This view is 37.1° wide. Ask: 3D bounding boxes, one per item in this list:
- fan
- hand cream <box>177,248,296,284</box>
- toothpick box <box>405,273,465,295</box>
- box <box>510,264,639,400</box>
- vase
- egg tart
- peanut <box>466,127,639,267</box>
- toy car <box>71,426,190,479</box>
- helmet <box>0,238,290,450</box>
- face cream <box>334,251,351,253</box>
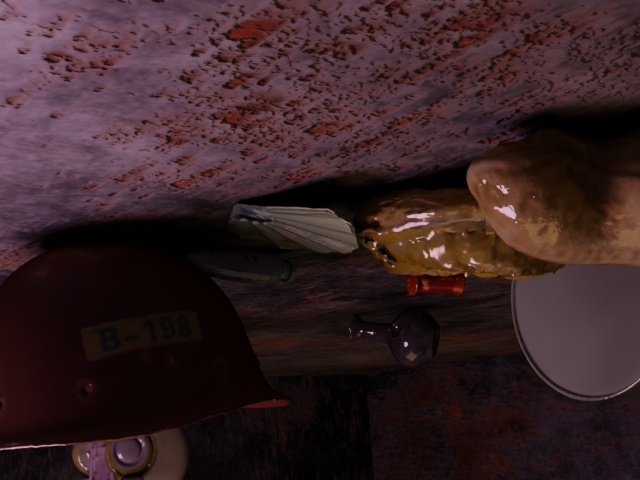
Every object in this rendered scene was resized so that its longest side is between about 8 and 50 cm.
[{"bbox_3d":[-0.031,-0.011,0.997,0.131,0.009,0.240,23,166,-25],"label":"fan"},{"bbox_3d":[-0.110,0.032,1.213,0.171,0.043,0.065,6,168,-34],"label":"hand cream"},{"bbox_3d":[0.172,0.060,1.442,0.083,0.047,0.047,0,168,-18],"label":"toothpick box"},{"bbox_3d":[0.349,0.067,1.086,0.149,0.226,0.226,4,166,-34],"label":"box"},{"bbox_3d":[0.147,0.191,1.941,0.183,0.120,0.120,7,172,19],"label":"vase"},{"bbox_3d":[0.161,-0.002,1.003,0.279,0.095,0.279,-2,174,0],"label":"egg tart"},{"bbox_3d":[0.246,-0.040,0.811,0.253,0.122,0.137,1,159,-4],"label":"peanut"},{"bbox_3d":[-0.304,0.290,1.682,0.226,0.336,0.242,0,168,-29],"label":"toy car"},{"bbox_3d":[-0.234,0.113,1.103,0.385,0.230,0.337,-7,172,-28],"label":"helmet"},{"bbox_3d":[0.000,0.000,1.150,0.038,0.020,0.115,-11,165,35],"label":"face cream"}]
